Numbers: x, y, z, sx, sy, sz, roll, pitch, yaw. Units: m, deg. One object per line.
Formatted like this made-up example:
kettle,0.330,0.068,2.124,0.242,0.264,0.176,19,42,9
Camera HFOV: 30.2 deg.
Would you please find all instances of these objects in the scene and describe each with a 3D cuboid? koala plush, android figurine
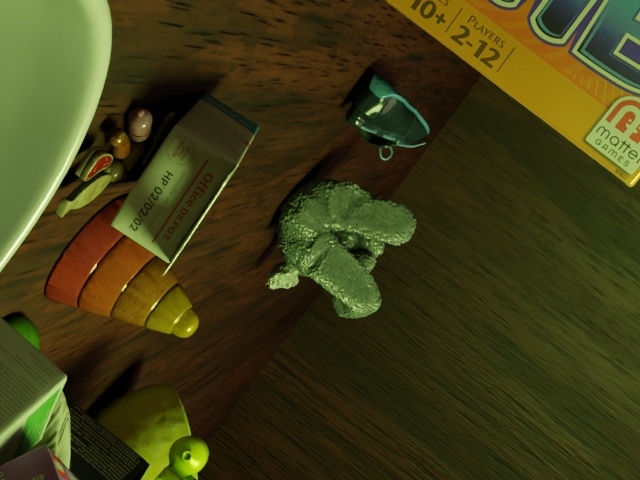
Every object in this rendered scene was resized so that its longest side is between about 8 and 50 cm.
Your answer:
koala plush,0.000,0.000,1.870,0.196,0.203,0.221,-63,-163,-13
android figurine,-0.202,0.318,1.280,0.248,0.056,0.273,-52,176,-7

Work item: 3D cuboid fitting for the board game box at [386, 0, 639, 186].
board game box,0.295,-0.331,1.164,0.356,0.356,0.356,-55,172,25

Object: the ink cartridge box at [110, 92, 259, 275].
ink cartridge box,-0.113,-0.052,0.989,0.104,0.061,0.181,-55,-173,16

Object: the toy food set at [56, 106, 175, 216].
toy food set,-0.160,-0.069,0.918,0.078,0.019,0.122,-56,173,29

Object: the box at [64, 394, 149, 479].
box,-0.322,0.292,1.198,0.165,0.143,0.270,-56,172,26

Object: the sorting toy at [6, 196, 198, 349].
sorting toy,-0.235,0.132,1.022,0.365,0.126,0.127,-50,173,-20

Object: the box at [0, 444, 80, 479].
box,-0.303,0.271,0.897,0.293,0.057,0.201,-26,153,-8

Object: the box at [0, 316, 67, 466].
box,-0.260,0.118,0.877,0.087,0.102,0.101,-43,170,-43

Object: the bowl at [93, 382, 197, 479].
bowl,-0.275,0.340,1.587,0.156,0.289,0.289,0,148,-21

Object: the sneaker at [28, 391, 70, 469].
sneaker,-0.270,0.229,1.082,0.086,0.085,0.237,96,-7,-51

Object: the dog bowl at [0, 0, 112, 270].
dog bowl,-0.207,-0.028,0.461,0.265,0.104,0.265,-52,173,-9

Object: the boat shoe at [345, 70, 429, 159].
boat shoe,0.087,-0.184,1.749,0.089,0.109,0.258,-46,158,7
